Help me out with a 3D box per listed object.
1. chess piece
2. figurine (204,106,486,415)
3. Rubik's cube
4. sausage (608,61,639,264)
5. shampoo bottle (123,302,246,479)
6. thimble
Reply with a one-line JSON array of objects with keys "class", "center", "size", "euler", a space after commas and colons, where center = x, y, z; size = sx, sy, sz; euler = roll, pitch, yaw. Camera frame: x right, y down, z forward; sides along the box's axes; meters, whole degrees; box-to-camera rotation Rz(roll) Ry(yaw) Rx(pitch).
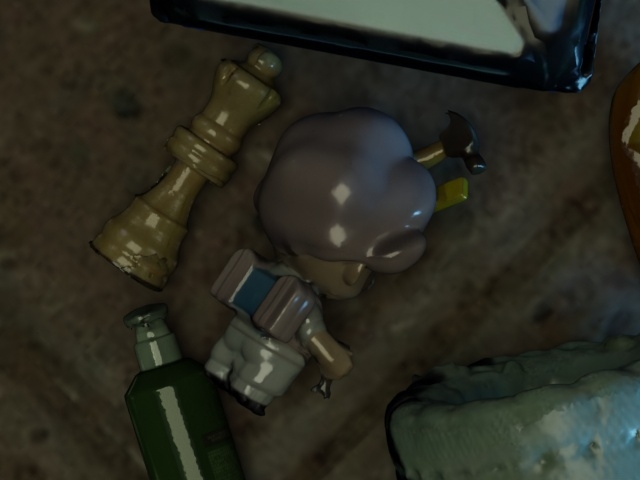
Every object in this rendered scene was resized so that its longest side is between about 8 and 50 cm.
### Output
[{"class": "chess piece", "center": [-0.080, -0.052, 1.209], "size": [0.060, 0.060, 0.172], "euler": [34, 92, 4]}, {"class": "figurine", "center": [0.000, 0.000, 1.173], "size": [0.112, 0.137, 0.229], "euler": [32, 90, -39]}, {"class": "Rubik's cube", "center": [0.056, -0.224, 1.091], "size": [0.246, 0.248, 0.250], "euler": [11, 94, 5]}, {"class": "sausage", "center": [0.220, -0.025, 1.178], "size": [0.062, 0.054, 0.183], "euler": [-17, 88, -26]}, {"class": "shampoo bottle", "center": [-0.084, 0.140, 1.208], "size": [0.065, 0.065, 0.205], "euler": [-17, 90, 6]}, {"class": "thimble", "center": [0.161, 0.136, 1.110], "size": [0.237, 0.237, 0.150], "euler": [-13, 92, 6]}]
